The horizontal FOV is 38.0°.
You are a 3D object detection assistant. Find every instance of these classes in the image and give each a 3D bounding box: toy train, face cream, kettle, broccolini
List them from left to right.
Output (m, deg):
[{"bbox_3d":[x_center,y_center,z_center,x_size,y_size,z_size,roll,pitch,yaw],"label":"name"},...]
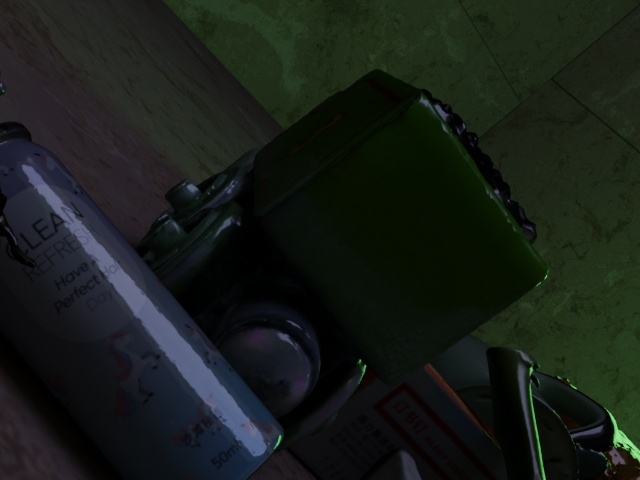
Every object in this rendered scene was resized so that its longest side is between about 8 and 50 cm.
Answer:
[{"bbox_3d":[-0.117,0.029,0.446,0.229,0.075,0.075,49,6,1],"label":"face cream"},{"bbox_3d":[0.000,0.000,0.649,0.173,0.249,0.307,51,6,-13],"label":"toy train"},{"bbox_3d":[0.163,0.183,0.909,0.255,0.240,0.165,-97,-175,-83],"label":"kettle"},{"bbox_3d":[0.174,0.241,0.610,0.079,0.074,0.392,94,-7,-57],"label":"broccolini"}]

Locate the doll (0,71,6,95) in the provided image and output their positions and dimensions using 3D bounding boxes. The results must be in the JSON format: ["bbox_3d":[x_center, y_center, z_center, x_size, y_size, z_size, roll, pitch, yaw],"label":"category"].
[{"bbox_3d":[-0.242,-0.125,0.638,0.114,0.039,0.057,-150,-130,-70],"label":"doll"}]

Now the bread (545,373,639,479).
[{"bbox_3d":[0.331,0.347,1.085,0.398,0.215,0.398,48,7,-8],"label":"bread"}]

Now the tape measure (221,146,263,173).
[{"bbox_3d":[-0.013,0.029,0.934,0.243,0.125,0.246,48,6,-18],"label":"tape measure"}]

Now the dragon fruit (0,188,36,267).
[{"bbox_3d":[-0.162,-0.027,0.273,0.125,0.125,0.246,49,-1,19],"label":"dragon fruit"}]

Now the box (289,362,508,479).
[{"bbox_3d":[0.081,0.179,0.730,0.229,0.123,0.050,47,10,-19],"label":"box"}]

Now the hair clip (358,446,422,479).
[{"bbox_3d":[0.070,0.228,0.529,0.101,0.085,0.331,47,8,-7],"label":"hair clip"}]
